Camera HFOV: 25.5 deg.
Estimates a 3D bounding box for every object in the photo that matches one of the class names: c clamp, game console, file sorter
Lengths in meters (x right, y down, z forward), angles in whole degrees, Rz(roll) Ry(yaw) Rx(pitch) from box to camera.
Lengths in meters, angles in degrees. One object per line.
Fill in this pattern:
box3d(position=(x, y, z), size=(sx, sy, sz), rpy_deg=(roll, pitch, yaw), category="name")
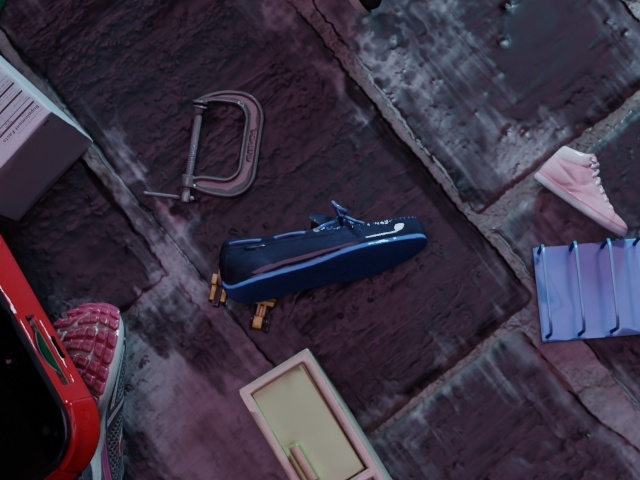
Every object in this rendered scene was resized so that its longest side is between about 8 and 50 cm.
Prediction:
box3d(position=(-0.144, -0.120, 1.815), size=(0.137, 0.022, 0.160), rpy_deg=(13, 85, 8), category="c clamp")
box3d(position=(-0.464, 0.181, 1.736), size=(0.342, 0.060, 0.386), rpy_deg=(-40, 71, 21), category="game console")
box3d(position=(0.347, 0.054, 1.701), size=(0.170, 0.104, 0.118), rpy_deg=(-5, 82, 6), category="file sorter")

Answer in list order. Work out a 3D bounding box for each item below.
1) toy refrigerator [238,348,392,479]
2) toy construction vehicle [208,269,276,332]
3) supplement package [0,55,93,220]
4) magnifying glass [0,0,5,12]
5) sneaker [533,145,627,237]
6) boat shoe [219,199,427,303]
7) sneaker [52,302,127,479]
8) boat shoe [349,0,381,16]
box3d(position=(0.015, 0.272, 1.714), size=(0.102, 0.094, 0.269), rpy_deg=(-31, 81, 1), category="toy refrigerator")
box3d(position=(-0.096, 0.059, 1.781), size=(0.086, 0.035, 0.098), rpy_deg=(14, 85, 7), category="toy construction vehicle")
box3d(position=(-0.426, -0.153, 1.762), size=(0.203, 0.194, 0.149), rpy_deg=(43, 89, 10), category="supplement package")
box3d(position=(-0.429, -0.343, 1.870), size=(0.092, 0.026, 0.231), rpy_deg=(44, 86, 15), category="magnifying glass")
box3d(position=(0.335, -0.065, 1.743), size=(0.134, 0.051, 0.070), rpy_deg=(38, 93, 13), category="sneaker")
box3d(position=(0.000, 0.000, 1.737), size=(0.258, 0.109, 0.089), rpy_deg=(-11, 62, -8), category="boat shoe")
box3d(position=(-0.292, 0.224, 1.740), size=(0.121, 0.112, 0.299), rpy_deg=(9, 87, 29), category="sneaker")
box3d(position=(0.048, -0.453, 1.786), size=(0.113, 0.127, 0.340), rpy_deg=(-17, 72, 15), category="boat shoe")
